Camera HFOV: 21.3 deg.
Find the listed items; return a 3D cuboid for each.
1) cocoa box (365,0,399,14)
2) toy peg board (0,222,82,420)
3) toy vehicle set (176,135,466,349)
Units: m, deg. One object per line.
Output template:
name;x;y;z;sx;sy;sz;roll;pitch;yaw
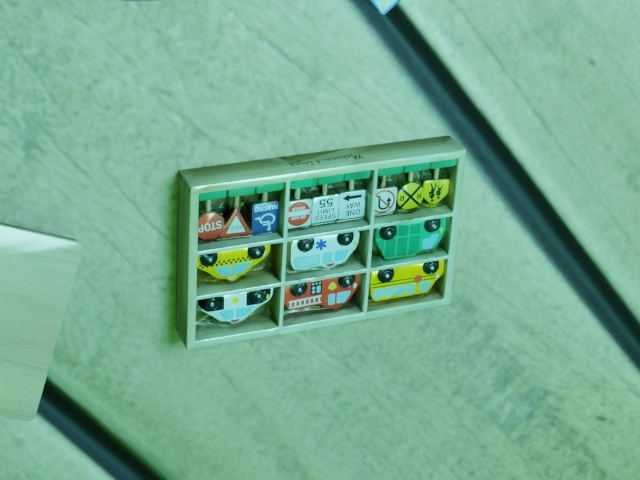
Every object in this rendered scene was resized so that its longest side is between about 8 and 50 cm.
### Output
cocoa box;-0.007;-0.381;1.218;0.228;0.231;0.347;-42;126;2
toy peg board;-0.307;0.055;1.438;0.161;0.079;0.160;14;95;-31
toy vehicle set;0.000;0.000;1.559;0.267;0.035;0.166;-9;120;-20
